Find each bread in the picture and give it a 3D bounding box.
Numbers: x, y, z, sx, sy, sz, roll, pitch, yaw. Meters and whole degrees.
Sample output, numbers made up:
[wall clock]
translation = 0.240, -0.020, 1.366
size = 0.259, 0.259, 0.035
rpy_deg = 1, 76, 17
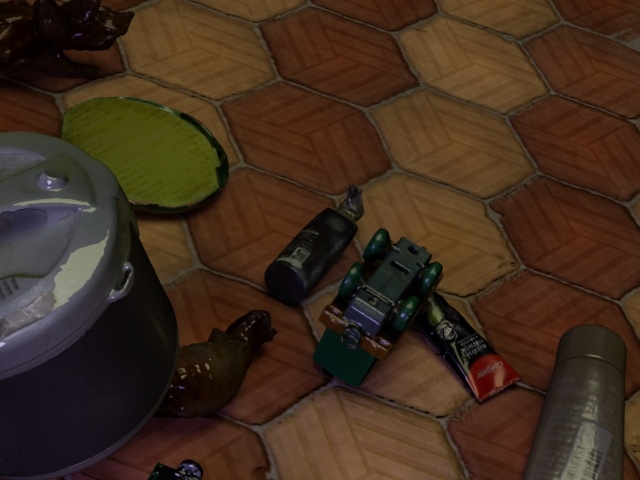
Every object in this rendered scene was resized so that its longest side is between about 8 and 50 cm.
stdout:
[bread]
translation = -0.227, -0.106, 2.153
size = 0.228, 0.033, 0.228
rpy_deg = 13, 39, -10

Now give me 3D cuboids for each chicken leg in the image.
[chicken leg]
translation = -0.181, 0.131, 1.841
size = 0.322, 0.083, 0.177
rpy_deg = 1, 30, -21

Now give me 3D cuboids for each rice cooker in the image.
[rice cooker]
translation = -0.293, 0.060, 1.617
size = 0.288, 0.277, 0.288
rpy_deg = -8, 51, 11

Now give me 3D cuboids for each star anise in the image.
[star anise]
translation = -0.364, -0.274, 2.235
size = 0.212, 0.111, 0.196
rpy_deg = 3, 2, 12

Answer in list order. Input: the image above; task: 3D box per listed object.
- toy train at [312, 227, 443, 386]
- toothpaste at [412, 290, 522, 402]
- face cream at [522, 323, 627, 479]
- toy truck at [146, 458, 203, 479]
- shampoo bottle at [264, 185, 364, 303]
[toy train]
translation = 0.064, 0.077, 1.967
size = 0.091, 0.136, 0.228
rpy_deg = 32, 35, 6
[toothpaste]
translation = 0.157, 0.111, 2.042
size = 0.071, 0.045, 0.193
rpy_deg = -23, 58, -33
[face cream]
translation = 0.288, 0.240, 1.915
size = 0.137, 0.084, 0.341
rpy_deg = 17, 45, 0
[toy truck]
translation = -0.110, 0.276, 1.681
size = 0.147, 0.079, 0.065
rpy_deg = 23, 36, 6
[shampoo bottle]
translation = 0.001, 0.001, 2.092
size = 0.057, 0.063, 0.208
rpy_deg = 35, 38, 5
